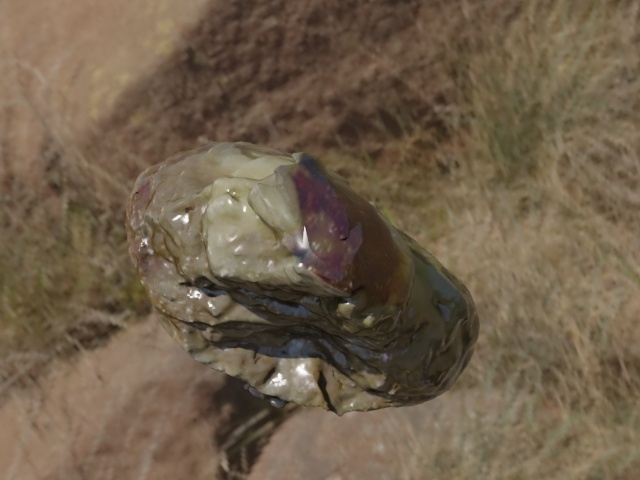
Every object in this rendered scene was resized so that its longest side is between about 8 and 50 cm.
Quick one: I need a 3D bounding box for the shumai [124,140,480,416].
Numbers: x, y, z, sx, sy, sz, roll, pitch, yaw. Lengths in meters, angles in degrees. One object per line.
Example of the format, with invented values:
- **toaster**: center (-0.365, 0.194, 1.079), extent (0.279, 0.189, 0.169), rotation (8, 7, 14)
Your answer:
- **shumai**: center (0.001, -0.002, 1.211), extent (0.346, 0.283, 0.217), rotation (29, 61, 0)
